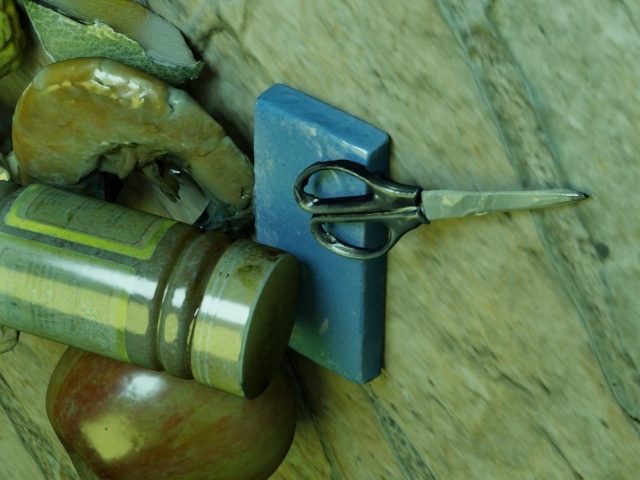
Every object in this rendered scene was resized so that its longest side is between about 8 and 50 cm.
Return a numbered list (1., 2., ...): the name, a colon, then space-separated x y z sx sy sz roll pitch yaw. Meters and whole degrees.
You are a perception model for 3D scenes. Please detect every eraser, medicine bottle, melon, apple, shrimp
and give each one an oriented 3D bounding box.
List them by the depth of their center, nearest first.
1. eraser: 0.000 0.000 1.728 0.144 0.042 0.312 28 138 29
2. medicine bottle: -0.196 0.043 1.732 0.322 0.151 0.151 15 133 15
3. melon: -0.205 -0.191 1.755 0.202 0.093 0.139 28 138 14
4. shrimp: -0.199 -0.042 1.845 0.272 0.085 0.445 19 147 -1
5. apple: -0.165 0.181 1.882 0.257 0.234 0.257 44 156 26

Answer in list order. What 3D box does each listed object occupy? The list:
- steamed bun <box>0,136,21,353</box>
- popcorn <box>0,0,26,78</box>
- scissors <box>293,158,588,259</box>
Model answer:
1. steamed bun: -0.387 -0.020 2.030 0.295 0.137 0.292 67 167 1
2. popcorn: -0.417 -0.224 1.873 0.197 0.197 0.155 59 172 -10
3. scissors: 0.107 -0.034 1.566 0.300 0.022 0.109 -4 123 35
